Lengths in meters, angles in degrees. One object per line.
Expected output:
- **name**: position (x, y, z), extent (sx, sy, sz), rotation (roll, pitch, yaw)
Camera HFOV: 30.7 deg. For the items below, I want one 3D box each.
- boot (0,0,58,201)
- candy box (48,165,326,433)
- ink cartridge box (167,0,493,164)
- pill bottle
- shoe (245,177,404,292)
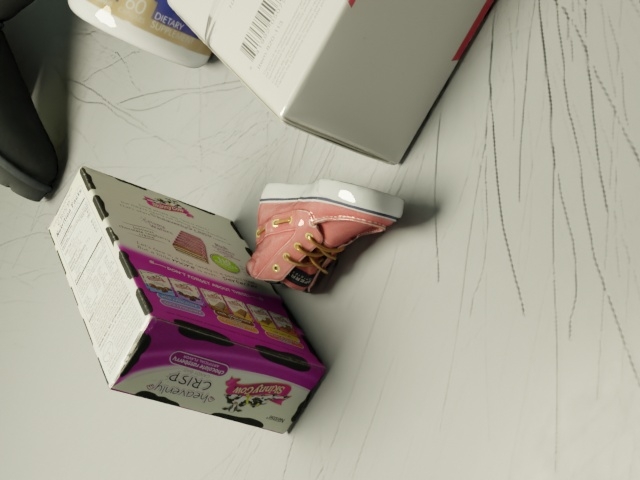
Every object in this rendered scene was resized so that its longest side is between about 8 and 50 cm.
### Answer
- **boot**: position (-0.318, -0.320, 1.381), extent (0.445, 0.367, 0.146), rotation (-44, 11, 0)
- **candy box**: position (-0.114, 0.044, 0.935), extent (0.071, 0.159, 0.233), rotation (-57, 35, 17)
- **ink cartridge box**: position (0.006, -0.219, 0.932), extent (0.207, 0.117, 0.283), rotation (-60, 36, 15)
- **pill bottle**: position (-0.129, -0.317, 1.141), extent (0.153, 0.153, 0.265), rotation (40, 108, 54)
- **shoe**: position (0.000, 0.000, 0.887), extent (0.178, 0.063, 0.081), rotation (3, 78, 61)
